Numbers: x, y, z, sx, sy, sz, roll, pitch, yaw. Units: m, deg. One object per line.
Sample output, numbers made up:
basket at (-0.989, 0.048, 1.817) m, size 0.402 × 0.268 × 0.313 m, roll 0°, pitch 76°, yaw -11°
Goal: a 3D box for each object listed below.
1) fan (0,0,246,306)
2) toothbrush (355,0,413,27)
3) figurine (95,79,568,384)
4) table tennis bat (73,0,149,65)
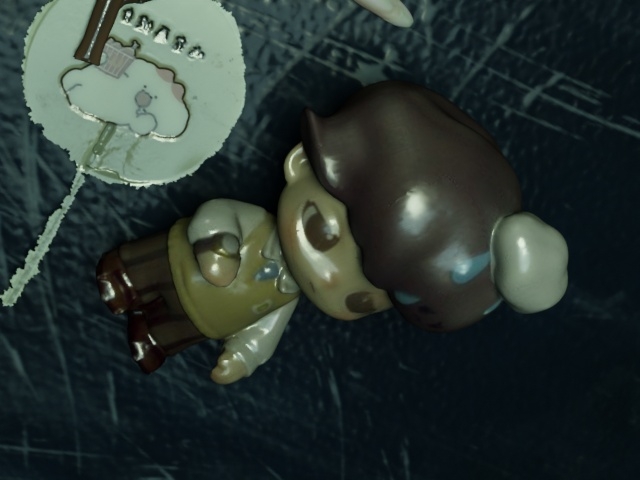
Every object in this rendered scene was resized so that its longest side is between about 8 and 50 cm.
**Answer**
fan at (-0.192, -0.080, 1.029) m, size 0.190 × 0.009 × 0.329 m, roll 27°, pitch 101°, yaw -18°
toothbrush at (-0.042, -0.263, 0.977) m, size 0.307 × 0.029 × 0.025 m, roll 33°, pitch 94°, yaw -19°
figurine at (-0.006, 0.005, 0.989) m, size 0.365 × 0.206 × 0.218 m, roll -23°, pitch 98°, yaw 1°
table tennis bat at (-0.151, -0.210, 0.927) m, size 0.107 × 0.119 × 0.170 m, roll 20°, pitch 101°, yaw -16°
